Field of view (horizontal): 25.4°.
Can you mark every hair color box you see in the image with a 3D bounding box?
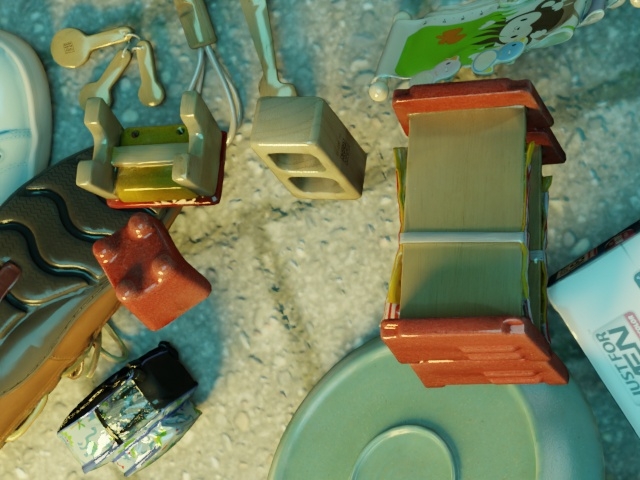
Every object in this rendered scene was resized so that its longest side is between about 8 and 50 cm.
[{"bbox_3d":[0.372,0.015,1.140,0.347,0.105,0.174,-33,89,11],"label":"hair color box"}]

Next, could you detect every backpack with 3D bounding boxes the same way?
[{"bbox_3d":[-0.167,0.158,1.245,0.114,0.105,0.084,-36,89,14],"label":"backpack"}]

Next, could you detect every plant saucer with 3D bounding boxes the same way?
[{"bbox_3d":[0.073,0.202,1.143,0.317,0.043,0.318,-17,56,28],"label":"plant saucer"}]

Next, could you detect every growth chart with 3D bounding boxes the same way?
[{"bbox_3d":[0.152,-0.178,1.132,0.237,0.172,0.021,-18,117,13],"label":"growth chart"}]

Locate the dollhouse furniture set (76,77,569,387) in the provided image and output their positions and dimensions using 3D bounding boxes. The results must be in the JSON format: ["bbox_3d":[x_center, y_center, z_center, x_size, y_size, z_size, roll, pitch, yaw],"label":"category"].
[{"bbox_3d":[0.000,0.000,1.114,0.374,0.152,0.201,-1,70,18],"label":"dollhouse furniture set"}]

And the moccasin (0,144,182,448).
[{"bbox_3d":[-0.246,0.071,1.227,0.139,0.147,0.380,30,80,13],"label":"moccasin"}]

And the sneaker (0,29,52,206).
[{"bbox_3d":[-0.344,-0.009,1.232,0.135,0.150,0.366,22,99,5],"label":"sneaker"}]

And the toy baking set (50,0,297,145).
[{"bbox_3d":[-0.121,-0.188,1.239,0.256,0.030,0.197,17,102,7],"label":"toy baking set"}]
